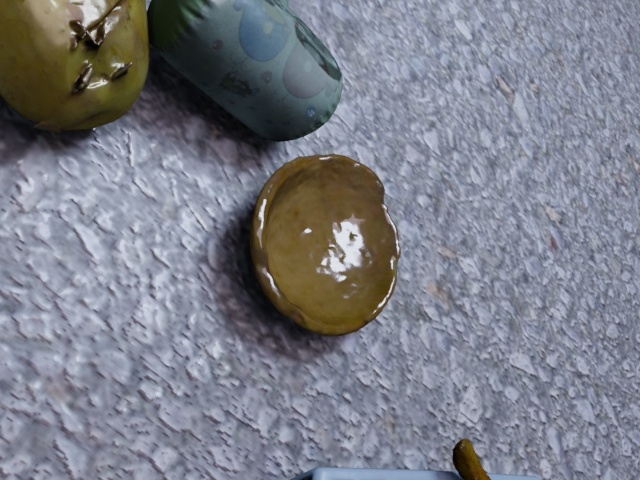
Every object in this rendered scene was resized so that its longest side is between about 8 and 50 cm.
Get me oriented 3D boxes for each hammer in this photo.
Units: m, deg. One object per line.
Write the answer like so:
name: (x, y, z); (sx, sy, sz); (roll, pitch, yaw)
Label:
hammer: (-0.065, -0.273, 0.758); (0.206, 0.118, 0.336); (39, 42, -39)

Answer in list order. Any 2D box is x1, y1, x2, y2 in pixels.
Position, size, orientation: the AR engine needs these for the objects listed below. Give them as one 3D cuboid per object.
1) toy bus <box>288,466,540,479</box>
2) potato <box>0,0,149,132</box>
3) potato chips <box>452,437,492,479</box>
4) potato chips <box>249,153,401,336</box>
toy bus: (0.099, 0.291, 0.670); (0.329, 0.109, 0.136); (14, 55, -33)
potato: (-0.239, -0.241, 0.592); (0.173, 0.140, 0.300); (-26, 93, -44)
potato chips: (0.193, 0.268, 0.672); (0.204, 0.037, 0.026); (48, 46, 0)
potato chips: (-0.001, 0.001, 0.733); (0.195, 0.061, 0.208); (34, 53, -29)
